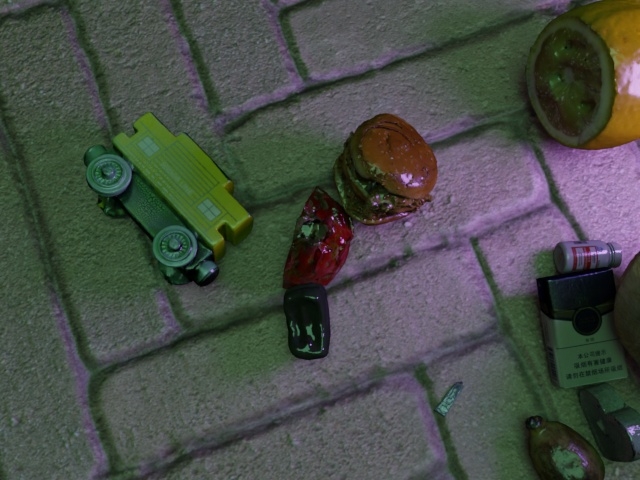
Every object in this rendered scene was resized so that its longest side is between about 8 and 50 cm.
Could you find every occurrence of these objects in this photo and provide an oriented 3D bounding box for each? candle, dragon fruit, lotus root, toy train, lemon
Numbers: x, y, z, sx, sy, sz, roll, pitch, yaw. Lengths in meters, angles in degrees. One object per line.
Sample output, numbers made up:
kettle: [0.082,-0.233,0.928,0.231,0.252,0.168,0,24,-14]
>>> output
candle: [0.660,0.423,1.407,0.068,0.192,0.169,-18,122,-5]
dragon fruit: [0.000,0.000,1.469,0.134,0.211,0.262,17,83,11]
lotus root: [0.537,0.480,1.399,0.138,0.138,0.214,-31,77,-7]
toy train: [-0.356,-0.101,1.505,0.272,0.179,0.442,-42,81,-17]
lemon: [0.703,-0.397,1.496,0.364,0.364,0.364,0,77,0]

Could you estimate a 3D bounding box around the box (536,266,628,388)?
box: [0.605,0.199,1.461,0.168,0.071,0.259,-10,93,-2]

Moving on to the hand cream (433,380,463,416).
hand cream: [0.304,0.369,1.476,0.030,0.019,0.093,35,82,9]

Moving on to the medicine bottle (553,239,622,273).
medicine bottle: [0.646,0.039,1.522,0.140,0.079,0.079,-3,77,-1]

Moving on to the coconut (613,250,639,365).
coconut: [0.812,0.155,1.304,0.404,0.404,0.405,0,77,0]

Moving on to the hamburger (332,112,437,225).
hamburger: [0.153,-0.154,1.480,0.245,0.211,0.261,27,54,-2]

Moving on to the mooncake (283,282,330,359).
mooncake: [-0.030,0.186,1.441,0.104,0.168,0.175,-5,62,0]
